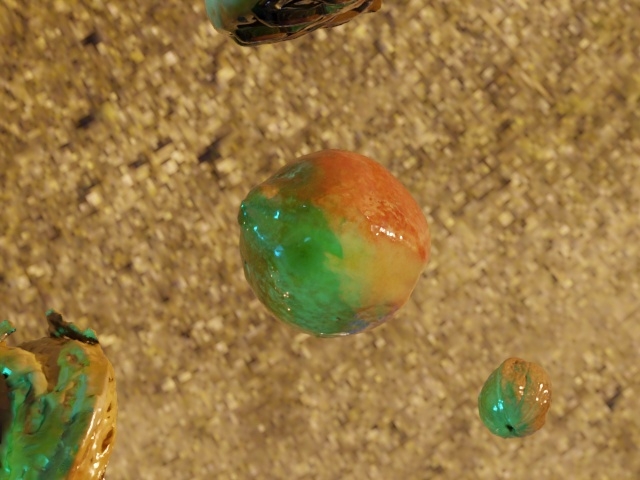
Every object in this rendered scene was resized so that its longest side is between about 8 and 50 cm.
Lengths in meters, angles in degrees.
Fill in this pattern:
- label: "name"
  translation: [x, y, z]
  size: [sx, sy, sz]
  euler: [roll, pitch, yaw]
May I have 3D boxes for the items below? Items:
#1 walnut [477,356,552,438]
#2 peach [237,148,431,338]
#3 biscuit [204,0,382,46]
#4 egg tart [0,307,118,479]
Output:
- label: "walnut"
  translation: [0.270, 0.217, 2.151]
  size: [0.105, 0.124, 0.105]
  euler: [10, 138, 9]
- label: "peach"
  translation: [0.000, 0.000, 1.883]
  size: [0.257, 0.232, 0.232]
  euler: [23, 115, -29]
- label: "biscuit"
  translation: [0.038, -0.246, 1.238]
  size: [0.268, 0.115, 0.366]
  euler: [-23, -177, -36]
- label: "egg tart"
  translation: [-0.277, 0.175, 1.260]
  size: [0.132, 0.297, 0.297]
  euler: [26, 113, -27]
